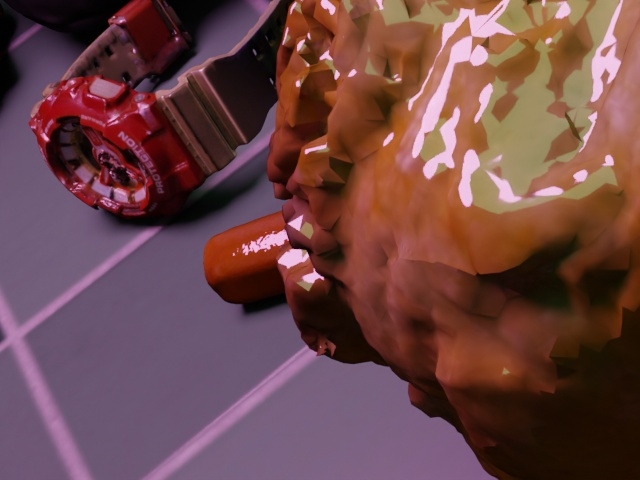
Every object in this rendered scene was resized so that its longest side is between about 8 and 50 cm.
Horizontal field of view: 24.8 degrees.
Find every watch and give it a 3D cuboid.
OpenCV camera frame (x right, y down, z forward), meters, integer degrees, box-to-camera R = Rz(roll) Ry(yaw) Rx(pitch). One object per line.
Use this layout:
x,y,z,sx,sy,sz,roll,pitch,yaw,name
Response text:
-0.077,-0.129,0.936,0.164,0.102,0.268,-9,38,32,watch

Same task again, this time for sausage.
0.000,0.000,0.774,0.131,0.041,0.039,-17,37,23,sausage

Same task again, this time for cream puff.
0.124,-0.074,0.527,0.327,0.343,0.231,-31,48,-26,cream puff

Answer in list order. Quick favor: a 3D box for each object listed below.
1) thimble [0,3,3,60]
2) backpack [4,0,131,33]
-0.423,-0.135,1.077,0.350,0.230,0.350,-21,42,20,thimble
-0.095,-0.365,1.053,0.445,0.255,0.363,-33,37,-4,backpack
